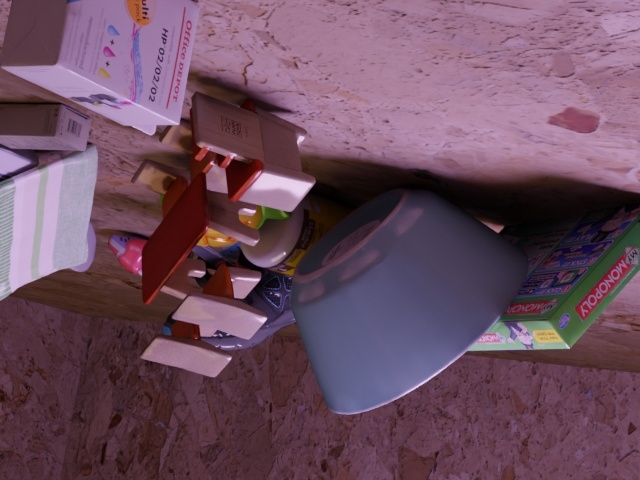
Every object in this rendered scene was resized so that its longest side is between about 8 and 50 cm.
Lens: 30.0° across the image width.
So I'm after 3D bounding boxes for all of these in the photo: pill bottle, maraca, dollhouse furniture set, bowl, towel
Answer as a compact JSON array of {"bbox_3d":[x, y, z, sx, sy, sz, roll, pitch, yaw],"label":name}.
[{"bbox_3d":[0.000,0.000,1.634,0.215,0.117,0.117,18,167,-43],"label":"pill bottle"},{"bbox_3d":[-0.122,-0.049,1.528,0.185,0.099,0.127,-14,135,31],"label":"maraca"},{"bbox_3d":[-0.131,-0.032,1.265,0.135,0.262,0.259,17,134,-29],"label":"dollhouse furniture set"},{"bbox_3d":[0.084,0.050,1.474,0.163,0.311,0.311,52,157,-11],"label":"bowl"},{"bbox_3d":[-0.434,0.020,1.538,0.325,0.038,0.248,-28,155,-32],"label":"towel"}]

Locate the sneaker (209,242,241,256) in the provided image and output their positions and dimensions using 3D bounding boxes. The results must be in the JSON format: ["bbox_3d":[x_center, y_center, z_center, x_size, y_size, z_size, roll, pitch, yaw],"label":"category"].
[{"bbox_3d":[-0.130,-0.025,1.795,0.190,0.071,0.083,-11,153,40],"label":"sneaker"}]

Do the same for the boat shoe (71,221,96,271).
[{"bbox_3d":[-0.479,-0.015,2.071,0.088,0.096,0.267,10,170,19],"label":"boat shoe"}]

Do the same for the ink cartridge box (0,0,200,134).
[{"bbox_3d":[-0.155,-0.154,0.926,0.061,0.104,0.181,4,170,31],"label":"ink cartridge box"}]

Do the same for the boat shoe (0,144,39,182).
[{"bbox_3d":[-0.449,-0.104,1.409,0.109,0.094,0.302,43,-172,25],"label":"boat shoe"}]

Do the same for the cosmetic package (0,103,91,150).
[{"bbox_3d":[-0.334,-0.133,1.397,0.115,0.041,0.060,4,170,26],"label":"cosmetic package"}]

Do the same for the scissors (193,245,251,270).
[{"bbox_3d":[-0.136,0.035,1.823,0.109,0.021,0.297,-22,142,5],"label":"scissors"}]

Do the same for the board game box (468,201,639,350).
[{"bbox_3d":[0.260,0.048,1.456,0.046,0.213,0.317,51,158,-12],"label":"board game box"}]

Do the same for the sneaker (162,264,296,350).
[{"bbox_3d":[-0.086,0.076,1.808,0.341,0.140,0.125,-14,-166,-29],"label":"sneaker"}]

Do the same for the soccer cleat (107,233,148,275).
[{"bbox_3d":[-0.324,0.034,2.306,0.095,0.083,0.248,37,-176,17],"label":"soccer cleat"}]

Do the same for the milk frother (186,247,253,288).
[{"bbox_3d":[-0.136,0.004,1.911,0.134,0.129,0.143,12,127,-17],"label":"milk frother"}]
